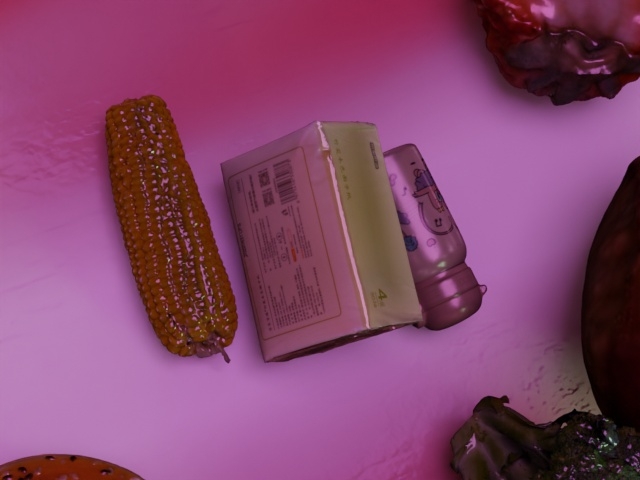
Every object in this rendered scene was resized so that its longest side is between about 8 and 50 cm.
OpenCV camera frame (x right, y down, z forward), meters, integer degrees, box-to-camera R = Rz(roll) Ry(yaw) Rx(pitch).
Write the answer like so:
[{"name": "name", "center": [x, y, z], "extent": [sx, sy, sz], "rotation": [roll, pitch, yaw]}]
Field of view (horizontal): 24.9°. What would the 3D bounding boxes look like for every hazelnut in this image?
[{"name": "hazelnut", "center": [0.489, 0.063, 1.598], "extent": [0.421, 0.421, 0.353], "rotation": [-31, 119, -20]}]

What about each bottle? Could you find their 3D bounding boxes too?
[{"name": "bottle", "center": [0.105, 0.003, 1.658], "extent": [0.110, 0.097, 0.209], "rotation": [-25, 84, -11]}]

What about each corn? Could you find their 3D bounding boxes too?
[{"name": "corn", "center": [-0.167, -0.008, 1.584], "extent": [0.101, 0.101, 0.310], "rotation": [-16, 84, -18]}]

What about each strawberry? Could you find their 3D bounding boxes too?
[{"name": "strawberry", "center": [0.301, -0.321, 1.774], "extent": [0.265, 0.149, 0.336], "rotation": [3, 66, -8]}]

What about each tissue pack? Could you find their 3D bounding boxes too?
[{"name": "tissue pack", "center": [0.000, 0.000, 1.583], "extent": [0.125, 0.159, 0.234], "rotation": [-2, 75, -52]}]

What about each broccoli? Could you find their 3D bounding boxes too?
[{"name": "broccoli", "center": [0.245, 0.306, 1.552], "extent": [0.303, 0.321, 0.283], "rotation": [-35, 52, -5]}]

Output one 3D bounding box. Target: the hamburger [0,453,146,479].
[{"name": "hamburger", "center": [-0.262, 0.359, 1.431], "extent": [0.300, 0.176, 0.300], "rotation": [4, 75, -14]}]
